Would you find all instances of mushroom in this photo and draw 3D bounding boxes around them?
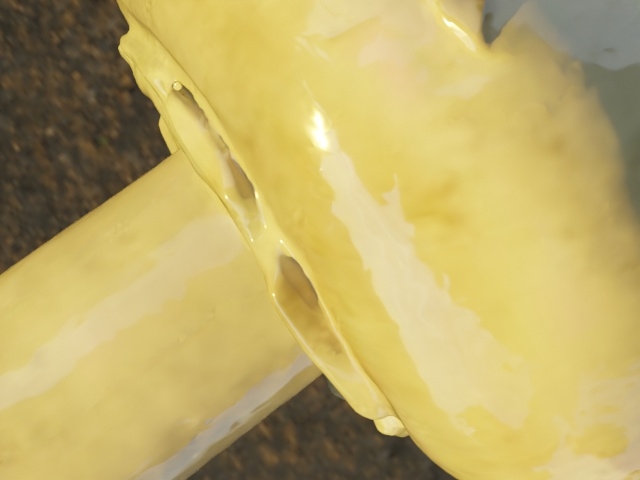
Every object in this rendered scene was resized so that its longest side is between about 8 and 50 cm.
[{"bbox_3d":[0.000,0.000,0.673,0.336,0.314,0.314,-40,134,-2],"label":"mushroom"}]
